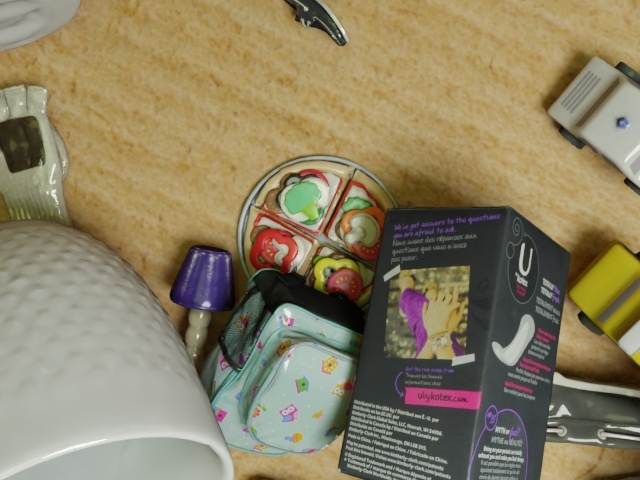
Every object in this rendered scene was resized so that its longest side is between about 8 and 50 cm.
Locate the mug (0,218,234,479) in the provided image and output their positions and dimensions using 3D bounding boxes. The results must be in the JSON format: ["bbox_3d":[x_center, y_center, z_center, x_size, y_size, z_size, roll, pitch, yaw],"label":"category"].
[{"bbox_3d":[-0.283,0.180,0.669,0.276,0.328,0.374,-7,133,-31],"label":"mug"}]

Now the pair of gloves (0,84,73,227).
[{"bbox_3d":[-0.423,-0.077,0.777,0.240,0.042,0.204,-4,95,3],"label":"pair of gloves"}]

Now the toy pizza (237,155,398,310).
[{"bbox_3d":[0.000,0.000,0.773,0.201,0.032,0.201,0,94,2],"label":"toy pizza"}]

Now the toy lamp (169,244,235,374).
[{"bbox_3d":[-0.152,0.143,0.767,0.080,0.080,0.275,9,94,1],"label":"toy lamp"}]

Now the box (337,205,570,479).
[{"bbox_3d":[0.141,0.116,0.658,0.143,0.165,0.270,2,74,41],"label":"box"}]

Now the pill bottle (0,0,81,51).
[{"bbox_3d":[-0.395,-0.378,0.685,0.176,0.176,0.318,-21,94,3],"label":"pill bottle"}]

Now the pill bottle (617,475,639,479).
[{"bbox_3d":[0.391,0.429,0.729,0.161,0.161,0.283,-4,94,2],"label":"pill bottle"}]

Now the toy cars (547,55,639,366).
[{"bbox_3d":[0.332,-0.016,0.675,0.176,0.087,0.394,-9,83,35],"label":"toy cars"}]

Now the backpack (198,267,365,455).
[{"bbox_3d":[-0.039,0.150,0.712,0.166,0.144,0.188,26,112,-35],"label":"backpack"}]

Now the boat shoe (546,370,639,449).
[{"bbox_3d":[0.330,0.208,0.738,0.335,0.112,0.095,11,86,7],"label":"boat shoe"}]

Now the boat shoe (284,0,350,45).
[{"bbox_3d":[-0.016,-0.267,0.746,0.038,0.046,0.125,-40,89,4],"label":"boat shoe"}]
